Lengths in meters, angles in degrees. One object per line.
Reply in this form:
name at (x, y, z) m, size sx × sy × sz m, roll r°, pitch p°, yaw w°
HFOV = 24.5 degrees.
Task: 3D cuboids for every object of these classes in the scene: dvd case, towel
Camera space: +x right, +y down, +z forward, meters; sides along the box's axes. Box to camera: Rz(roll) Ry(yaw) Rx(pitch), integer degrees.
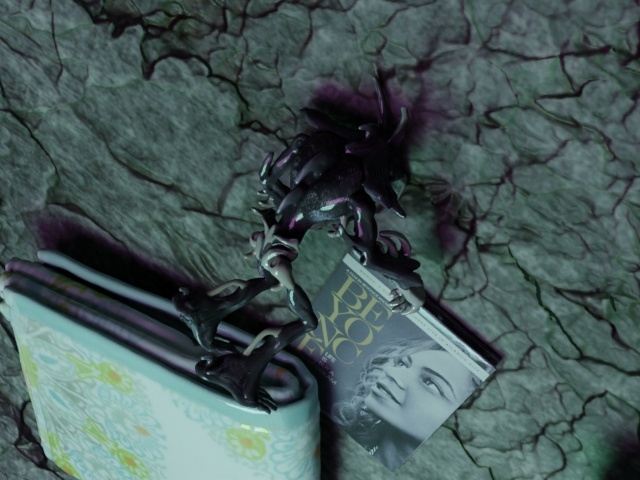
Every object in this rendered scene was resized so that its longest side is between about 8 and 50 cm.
dvd case at (0.052, 0.113, 1.361) m, size 0.164 × 0.018 × 0.221 m, roll 41°, pitch 140°, yaw 5°
towel at (-0.159, 0.187, 1.540) m, size 0.375 × 0.090 × 0.320 m, roll 24°, pitch 142°, yaw 24°

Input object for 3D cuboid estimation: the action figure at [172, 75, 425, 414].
action figure at (0.000, 0.000, 1.217) m, size 0.275 × 0.141 × 0.164 m, roll -51°, pitch 52°, yaw 14°
